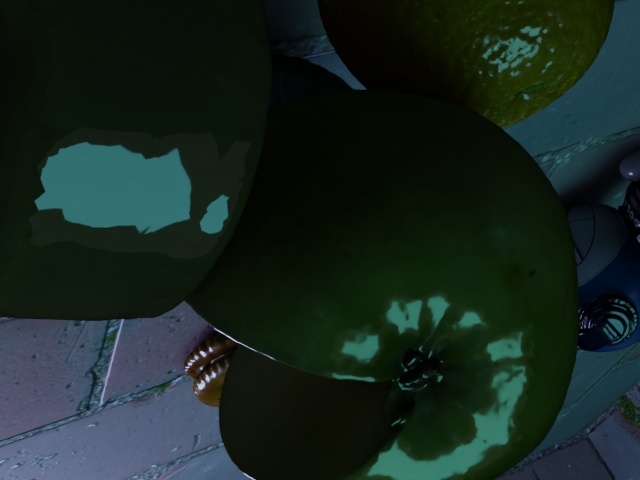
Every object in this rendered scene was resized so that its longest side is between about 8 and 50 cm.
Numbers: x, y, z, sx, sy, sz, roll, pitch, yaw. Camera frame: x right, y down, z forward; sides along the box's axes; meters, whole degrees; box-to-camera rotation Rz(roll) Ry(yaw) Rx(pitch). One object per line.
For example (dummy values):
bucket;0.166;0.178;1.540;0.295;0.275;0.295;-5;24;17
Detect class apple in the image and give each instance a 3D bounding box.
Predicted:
apple;0.033;0.042;0.724;0.292;0.254;0.291;-5;111;-12

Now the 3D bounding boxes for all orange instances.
orange;0.106;-0.197;0.813;0.236;0.236;0.236;-25;156;-12

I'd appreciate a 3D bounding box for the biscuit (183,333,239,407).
biscuit;-0.073;0.168;1.464;0.221;0.066;0.220;-12;157;-5

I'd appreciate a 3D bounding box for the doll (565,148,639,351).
doll;0.458;0.034;1.663;0.310;0.284;0.240;-36;114;22

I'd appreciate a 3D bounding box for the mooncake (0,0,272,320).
mooncake;-0.166;-0.090;0.633;0.156;0.284;0.284;0;143;-37

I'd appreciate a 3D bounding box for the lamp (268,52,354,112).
lamp;-0.046;-0.041;0.946;0.233;0.233;0.265;-39;162;18
